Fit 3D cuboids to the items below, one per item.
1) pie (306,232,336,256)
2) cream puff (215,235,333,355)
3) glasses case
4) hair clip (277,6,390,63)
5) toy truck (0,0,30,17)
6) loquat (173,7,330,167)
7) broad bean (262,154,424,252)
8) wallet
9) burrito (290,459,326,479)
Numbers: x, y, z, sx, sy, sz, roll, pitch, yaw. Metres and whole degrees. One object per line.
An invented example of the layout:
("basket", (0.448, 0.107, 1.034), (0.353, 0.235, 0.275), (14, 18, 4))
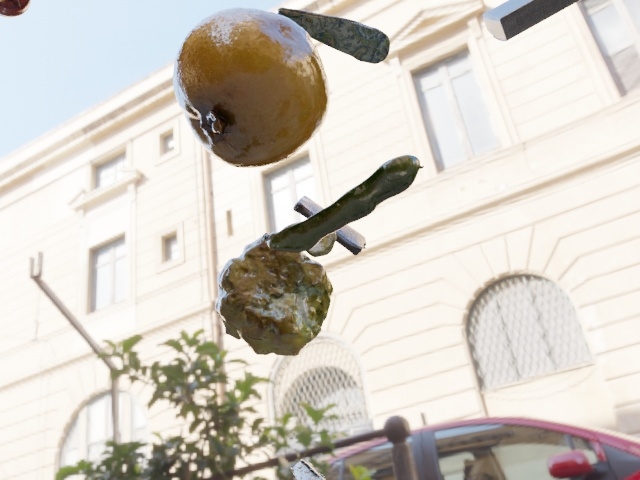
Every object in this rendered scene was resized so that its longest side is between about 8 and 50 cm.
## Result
("pie", (0.000, 0.000, 1.462), (0.085, 0.084, 0.020), (-18, -36, 16))
("cream puff", (-0.106, 0.134, 1.481), (0.282, 0.281, 0.185), (-2, -29, -13))
("glasses case", (0.385, -0.410, 1.113), (0.205, 0.070, 0.047), (-29, -61, 1))
("hair clip", (0.030, -0.377, 1.195), (0.229, 0.036, 0.066), (13, -65, -21))
("toy truck", (-0.522, -0.517, 1.059), (0.189, 0.264, 0.239), (-12, -51, 49))
("loquat", (-0.090, -0.197, 0.862), (0.208, 0.207, 0.208), (-7, -29, -4))
("broad bean", (0.034, -0.046, 0.939), (0.256, 0.052, 0.052), (-29, -28, 9))
("wallet", (0.033, -0.044, 1.932), (0.250, 0.149, 0.044), (37, -75, -1))
("burrito", (-0.017, 0.549, 1.485), (0.058, 0.045, 0.188), (-37, 15, -14))
